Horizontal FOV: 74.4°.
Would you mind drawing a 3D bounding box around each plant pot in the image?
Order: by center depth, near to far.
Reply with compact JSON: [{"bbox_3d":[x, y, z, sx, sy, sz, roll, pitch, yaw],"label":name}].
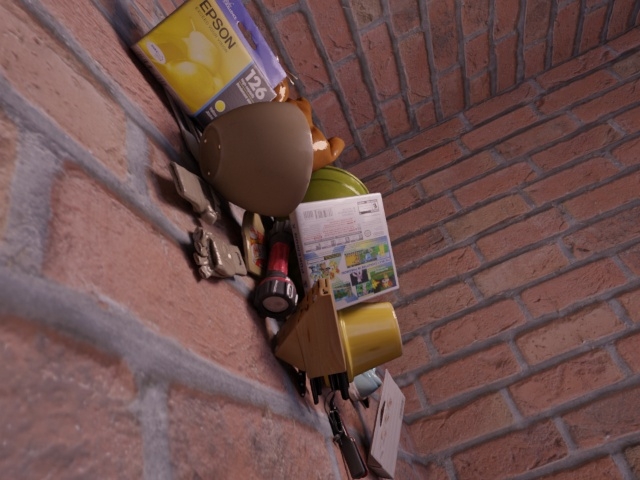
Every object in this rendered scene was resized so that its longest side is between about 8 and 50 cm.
[{"bbox_3d":[-0.176,-0.199,1.005,0.190,0.284,0.284,-1,58,-38],"label":"plant pot"},{"bbox_3d":[0.110,0.290,1.266,0.254,0.238,0.255,169,-90,-89],"label":"plant pot"},{"bbox_3d":[0.000,0.000,1.394,0.353,0.365,0.367,-86,152,-52],"label":"plant pot"}]

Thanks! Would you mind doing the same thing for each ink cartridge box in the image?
[{"bbox_3d":[-0.248,-0.446,1.058,0.072,0.307,0.304,26,-20,50],"label":"ink cartridge box"},{"bbox_3d":[0.203,0.597,1.380,0.239,0.060,0.275,58,38,-39],"label":"ink cartridge box"}]

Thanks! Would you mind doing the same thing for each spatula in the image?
[{"bbox_3d":[-0.335,-0.293,1.091,0.242,0.019,0.168,66,8,8],"label":"spatula"}]

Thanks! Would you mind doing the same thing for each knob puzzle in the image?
[{"bbox_3d":[-0.178,0.003,1.108,0.213,0.029,0.214,-11,90,-81],"label":"knob puzzle"}]

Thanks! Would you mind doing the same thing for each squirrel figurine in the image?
[{"bbox_3d":[-0.148,-0.364,1.300,0.397,0.280,0.371,-59,136,-49],"label":"squirrel figurine"}]

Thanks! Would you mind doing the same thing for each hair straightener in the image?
[{"bbox_3d":[0.063,0.518,1.136,0.089,0.047,0.231,54,14,-58],"label":"hair straightener"}]

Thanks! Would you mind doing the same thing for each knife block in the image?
[{"bbox_3d":[0.024,0.258,1.011,0.242,0.276,0.088,32,17,-14],"label":"knife block"}]

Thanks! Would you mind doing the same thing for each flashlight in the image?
[{"bbox_3d":[-0.104,0.061,1.082,0.304,0.103,0.103,-89,162,-51],"label":"flashlight"}]

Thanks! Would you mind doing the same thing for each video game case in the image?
[{"bbox_3d":[0.076,0.029,1.189,0.328,0.036,0.301,-12,91,-38],"label":"video game case"}]

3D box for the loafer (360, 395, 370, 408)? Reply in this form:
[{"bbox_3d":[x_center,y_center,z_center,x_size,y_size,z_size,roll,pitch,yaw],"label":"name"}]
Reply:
[{"bbox_3d":[0.168,0.604,1.627,0.039,0.045,0.125,-96,164,-48],"label":"loafer"}]

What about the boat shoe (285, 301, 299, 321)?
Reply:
[{"bbox_3d":[-0.056,0.221,1.172,0.068,0.072,0.190,-100,164,-63],"label":"boat shoe"}]

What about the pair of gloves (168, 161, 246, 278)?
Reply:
[{"bbox_3d":[-0.234,-0.032,0.867,0.204,0.042,0.240,31,37,-83],"label":"pair of gloves"}]

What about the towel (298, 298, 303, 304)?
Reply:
[{"bbox_3d":[-0.048,0.222,1.393,0.119,0.029,0.067,-22,87,-83],"label":"towel"}]

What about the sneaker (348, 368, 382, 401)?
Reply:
[{"bbox_3d":[0.154,0.443,1.625,0.366,0.149,0.135,-104,168,-54],"label":"sneaker"}]
